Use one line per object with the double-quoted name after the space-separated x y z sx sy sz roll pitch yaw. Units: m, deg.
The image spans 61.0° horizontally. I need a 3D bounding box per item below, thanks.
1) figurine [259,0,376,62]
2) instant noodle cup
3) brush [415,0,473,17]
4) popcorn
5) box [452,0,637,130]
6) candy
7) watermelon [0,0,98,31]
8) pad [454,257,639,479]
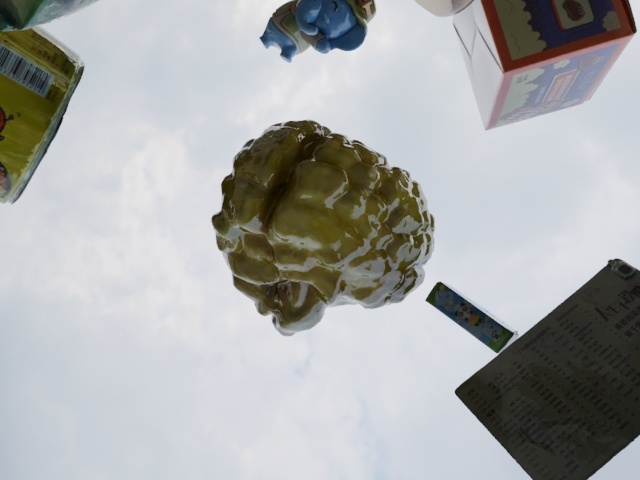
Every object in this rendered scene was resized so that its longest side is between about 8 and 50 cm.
0.002 -0.482 1.209 0.262 0.154 0.180 -35 -137 2 "figurine"
-0.500 -0.212 0.746 0.325 0.254 0.326 -34 -137 38 "instant noodle cup"
0.152 -0.450 0.729 0.166 0.174 0.267 -44 -94 5 "brush"
0.000 0.000 0.540 0.200 0.226 0.203 31 -91 24 "popcorn"
0.454 -0.465 1.172 0.256 0.348 0.319 -16 -101 9 "box"
0.335 0.169 1.201 0.194 0.097 0.062 37 -81 27 "candy"
-0.179 -0.371 0.353 0.319 0.292 0.222 -43 -172 -21 "watermelon"
0.295 0.137 0.593 0.265 0.009 0.159 -38 -136 -6 "pad"
